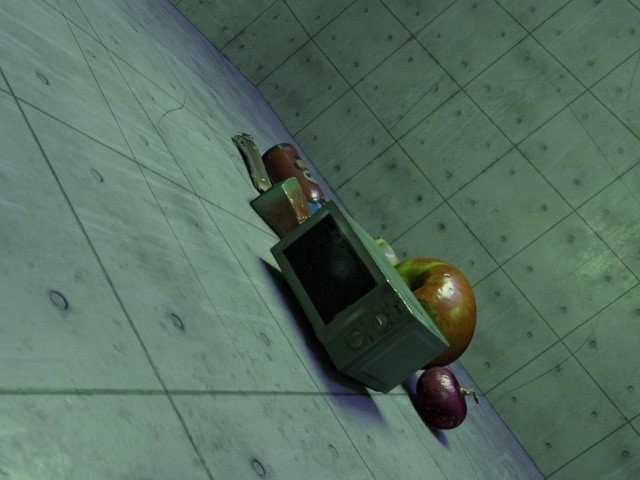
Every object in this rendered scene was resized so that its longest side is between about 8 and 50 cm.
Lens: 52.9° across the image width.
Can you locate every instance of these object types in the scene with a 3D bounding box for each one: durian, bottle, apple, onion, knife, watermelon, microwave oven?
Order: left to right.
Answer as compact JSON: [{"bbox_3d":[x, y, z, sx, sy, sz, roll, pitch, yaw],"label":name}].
[{"bbox_3d":[-0.223,-0.251,2.111,0.089,0.043,0.365,9,33,-25],"label":"knife"},{"bbox_3d":[-0.073,-0.045,1.839,0.256,0.140,0.193,58,16,-6],"label":"watermelon"},{"bbox_3d":[-0.076,-0.171,2.211,0.336,0.144,0.144,57,10,24],"label":"bottle"},{"bbox_3d":[0.078,0.137,1.450,0.355,0.218,0.286,57,9,35],"label":"microwave oven"},{"bbox_3d":[0.205,0.103,2.271,0.169,0.158,0.352,24,32,3],"label":"durian"},{"bbox_3d":[0.307,0.226,1.930,0.339,0.339,0.339,50,9,-10],"label":"apple"},{"bbox_3d":[0.345,0.441,1.811,0.177,0.153,0.177,46,0,0],"label":"onion"}]

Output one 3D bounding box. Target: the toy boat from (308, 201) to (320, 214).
[{"bbox_3d":[-0.015,-0.039,2.023,0.295,0.088,0.129,51,30,-51],"label":"toy boat"}]
